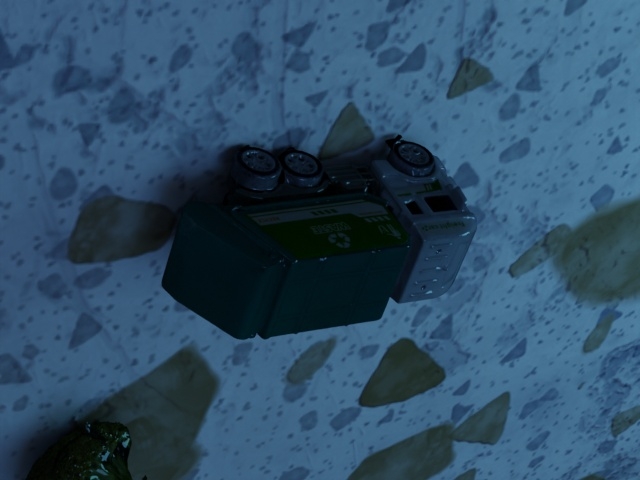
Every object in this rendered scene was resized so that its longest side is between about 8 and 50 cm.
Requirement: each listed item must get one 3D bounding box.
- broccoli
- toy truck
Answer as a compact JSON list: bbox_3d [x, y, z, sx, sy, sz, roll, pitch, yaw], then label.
[{"bbox_3d":[-0.185,0.213,1.414,0.130,0.120,0.131,19,82,-75],"label":"broccoli"},{"bbox_3d":[0.000,0.000,1.344,0.253,0.124,0.114,-6,134,-31],"label":"toy truck"}]
